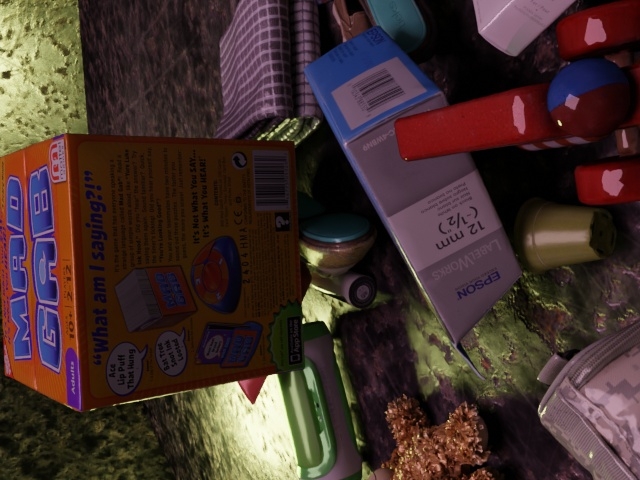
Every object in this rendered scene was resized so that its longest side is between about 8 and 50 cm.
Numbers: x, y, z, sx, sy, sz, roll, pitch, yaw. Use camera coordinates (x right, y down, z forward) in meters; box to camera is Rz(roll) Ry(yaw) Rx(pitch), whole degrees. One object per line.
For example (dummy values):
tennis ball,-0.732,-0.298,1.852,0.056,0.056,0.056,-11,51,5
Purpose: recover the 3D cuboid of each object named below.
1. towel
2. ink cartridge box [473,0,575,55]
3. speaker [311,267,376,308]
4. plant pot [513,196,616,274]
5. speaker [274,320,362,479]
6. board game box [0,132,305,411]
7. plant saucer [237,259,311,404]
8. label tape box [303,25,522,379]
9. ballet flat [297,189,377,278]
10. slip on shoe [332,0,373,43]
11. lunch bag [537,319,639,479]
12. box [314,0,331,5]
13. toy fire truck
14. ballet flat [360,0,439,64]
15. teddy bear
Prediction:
towel,-0.098,-0.273,1.269,0.283,0.121,0.235,157,109,-64
ink cartridge box,0.223,-0.304,0.677,0.224,0.056,0.181,-40,37,42
speaker,0.037,0.073,1.271,0.136,0.055,0.055,17,117,60
plant pot,0.257,-0.006,0.782,0.079,0.083,0.083,-2,100,52
speaker,-0.010,0.303,1.387,0.131,0.131,0.297,-16,87,64
board game box,-0.275,0.033,1.188,0.356,0.356,0.357,-1,92,53
plant saucer,-0.109,0.127,1.392,0.258,0.047,0.259,-65,19,14
label tape box,0.121,-0.045,0.870,0.348,0.115,0.249,56,-173,-30
ballet flat,0.000,0.000,1.248,0.348,0.123,0.123,-150,52,-62
slip on shoe,0.055,-0.305,1.069,0.041,0.051,0.135,112,145,-53
lunch bag,0.327,0.174,0.514,0.305,0.256,0.213,56,147,36
box,-0.021,-0.436,1.028,0.233,0.044,0.159,6,-109,-82
toy fire truck,0.232,-0.103,0.576,0.302,0.254,0.169,4,105,63
ballet flat,0.076,-0.344,0.948,0.095,0.096,0.280,-21,84,26
teddy bear,0.155,0.352,1.102,0.338,0.113,0.245,-19,83,63
